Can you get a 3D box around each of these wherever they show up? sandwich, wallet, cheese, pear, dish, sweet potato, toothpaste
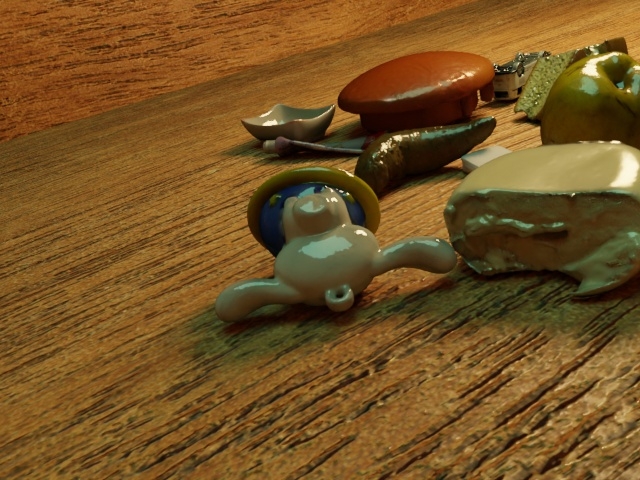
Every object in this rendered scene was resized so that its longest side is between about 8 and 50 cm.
[{"bbox_3d":[0.528,-0.342,1.472,0.236,0.128,0.122,-21,16,-19],"label":"sandwich"},{"bbox_3d":[0.319,-0.127,1.201,0.095,0.033,0.190,-17,24,-14],"label":"wallet"},{"bbox_3d":[0.301,-0.035,0.884,0.266,0.127,0.233,2,30,37],"label":"cheese"},{"bbox_3d":[0.448,-0.194,1.101,0.200,0.199,0.200,-11,23,5],"label":"pear"},{"bbox_3d":[-0.075,-0.283,1.711,0.212,0.077,0.151,10,30,43],"label":"dish"},{"bbox_3d":[0.166,-0.159,1.274,0.310,0.098,0.124,-22,24,-12],"label":"sweet potato"},{"bbox_3d":[0.008,-0.213,1.549,0.301,0.048,0.075,1,22,24],"label":"toothpaste"}]

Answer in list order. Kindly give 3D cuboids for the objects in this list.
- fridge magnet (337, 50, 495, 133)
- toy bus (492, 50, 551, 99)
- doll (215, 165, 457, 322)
[{"bbox_3d":[0.219,-0.346,1.600,0.364,0.155,0.363,-11,23,5],"label":"fridge magnet"},{"bbox_3d":[0.484,-0.400,1.670,0.194,0.089,0.087,-30,27,-35],"label":"toy bus"},{"bbox_3d":[0.025,-0.015,0.937,0.311,0.159,0.242,-3,23,13],"label":"doll"}]
